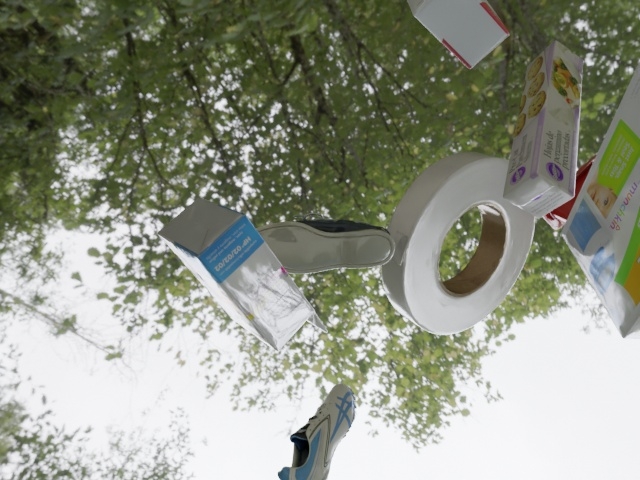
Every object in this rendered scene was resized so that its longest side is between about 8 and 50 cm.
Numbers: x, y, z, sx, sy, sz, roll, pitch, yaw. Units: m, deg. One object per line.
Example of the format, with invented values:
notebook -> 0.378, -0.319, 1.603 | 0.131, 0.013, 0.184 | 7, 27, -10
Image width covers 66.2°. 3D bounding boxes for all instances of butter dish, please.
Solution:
butter dish -> 0.555, -0.069, 0.998 | 0.160, 0.160, 0.118 | -51, -126, 15

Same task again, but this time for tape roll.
tape roll -> 0.295, 0.011, 1.026 | 0.392, 0.392, 0.072 | -48, -142, -7

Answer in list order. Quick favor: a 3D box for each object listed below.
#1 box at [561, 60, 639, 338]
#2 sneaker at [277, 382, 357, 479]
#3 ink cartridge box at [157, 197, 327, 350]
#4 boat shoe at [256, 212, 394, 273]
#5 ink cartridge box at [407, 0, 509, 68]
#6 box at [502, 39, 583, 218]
box -> 0.257, -0.041, 0.315 | 0.103, 0.203, 0.114 | -3, -137, -2
sneaker -> -0.001, 0.343, 0.885 | 0.085, 0.086, 0.237 | -44, -172, 37
ink cartridge box -> -0.078, 0.047, 0.522 | 0.061, 0.181, 0.104 | -46, -144, -19
boat shoe -> 0.000, 0.000, 0.864 | 0.254, 0.095, 0.079 | -4, -162, -5
ink cartridge box -> 0.162, -0.303, 0.621 | 0.063, 0.109, 0.150 | -41, -147, 32
box -> 0.336, -0.176, 0.727 | 0.067, 0.063, 0.324 | -48, -165, 55
